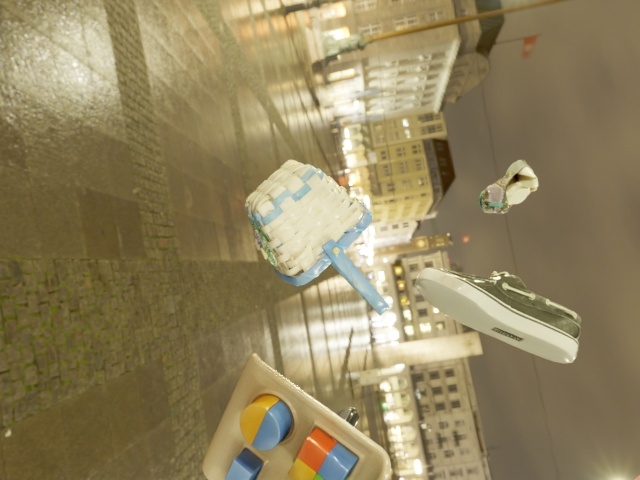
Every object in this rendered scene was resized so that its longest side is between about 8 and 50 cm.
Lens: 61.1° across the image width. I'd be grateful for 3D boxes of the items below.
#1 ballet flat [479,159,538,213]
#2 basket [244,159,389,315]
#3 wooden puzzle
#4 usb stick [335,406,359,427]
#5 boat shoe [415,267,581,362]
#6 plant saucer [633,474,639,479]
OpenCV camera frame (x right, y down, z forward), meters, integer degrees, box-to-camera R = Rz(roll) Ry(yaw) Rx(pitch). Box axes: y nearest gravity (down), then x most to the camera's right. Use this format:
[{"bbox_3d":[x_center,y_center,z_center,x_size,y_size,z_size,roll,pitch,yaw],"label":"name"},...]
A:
[{"bbox_3d":[0.221,-0.060,0.611,0.114,0.041,0.041,-35,124,-38],"label":"ballet flat"},{"bbox_3d":[0.000,0.000,1.003,0.289,0.201,0.255,45,-3,-16],"label":"basket"},{"bbox_3d":[-0.077,0.441,1.046,0.081,0.348,0.321,-14,132,-59],"label":"wooden puzzle"},{"bbox_3d":[0.012,0.475,1.227,0.045,0.077,0.278,58,32,-4],"label":"usb stick"},{"bbox_3d":[0.226,0.079,0.690,0.070,0.220,0.078,-65,-176,-23],"label":"boat shoe"},{"bbox_3d":[0.686,0.601,1.116,0.084,0.332,0.331,25,-48,56],"label":"plant saucer"}]
